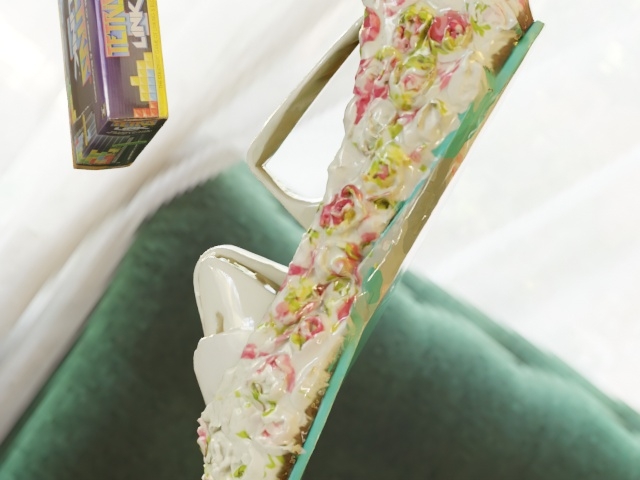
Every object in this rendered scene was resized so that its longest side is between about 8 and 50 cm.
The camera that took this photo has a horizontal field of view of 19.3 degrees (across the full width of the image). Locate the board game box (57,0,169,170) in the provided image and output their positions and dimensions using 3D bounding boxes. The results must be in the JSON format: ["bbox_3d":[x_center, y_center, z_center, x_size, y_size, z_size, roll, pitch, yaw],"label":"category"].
[{"bbox_3d":[-0.153,-0.149,1.357,0.048,0.170,0.141,-4,-12,-17],"label":"board game box"}]

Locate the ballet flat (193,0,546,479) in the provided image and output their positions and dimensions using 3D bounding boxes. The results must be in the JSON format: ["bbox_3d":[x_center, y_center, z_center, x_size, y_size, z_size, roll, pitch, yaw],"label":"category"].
[{"bbox_3d":[0.000,0.000,0.699,0.077,0.241,0.091,27,5,4],"label":"ballet flat"}]
